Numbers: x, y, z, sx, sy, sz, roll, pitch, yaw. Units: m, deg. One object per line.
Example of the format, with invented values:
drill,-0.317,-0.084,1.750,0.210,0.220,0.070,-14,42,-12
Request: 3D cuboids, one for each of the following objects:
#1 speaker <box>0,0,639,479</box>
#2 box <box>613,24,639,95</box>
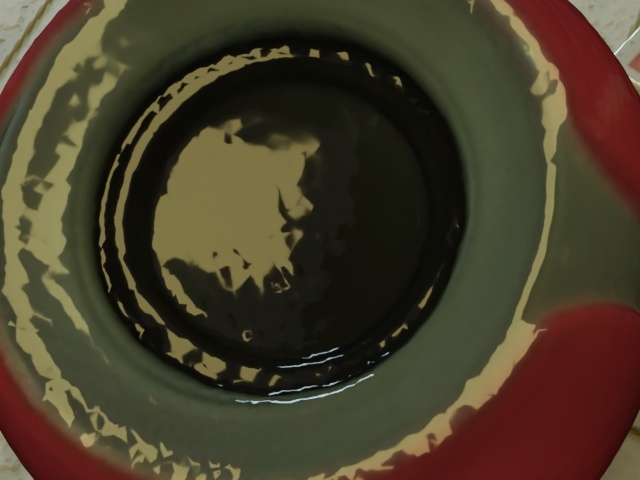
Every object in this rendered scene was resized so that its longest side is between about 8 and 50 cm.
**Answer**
speaker,0.000,0.000,0.654,0.294,0.294,0.294,-5,61,10
box,0.321,-0.047,0.715,0.330,0.095,0.210,37,75,25
